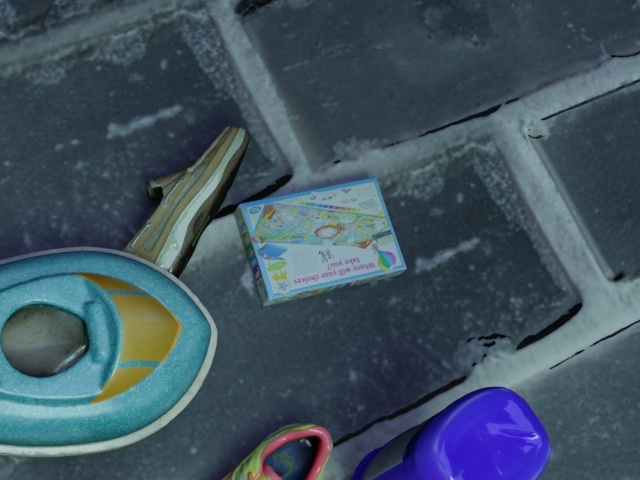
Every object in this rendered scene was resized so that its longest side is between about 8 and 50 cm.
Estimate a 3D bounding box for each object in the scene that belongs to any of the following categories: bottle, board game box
[{"bbox_3d":[0.093,0.210,1.236,0.118,0.283,0.092,-33,83,-28],"label":"bottle"},{"bbox_3d":[0.000,0.000,1.427,0.154,0.026,0.104,-12,74,-23],"label":"board game box"}]

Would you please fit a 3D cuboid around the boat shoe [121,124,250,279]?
[{"bbox_3d":[-0.136,-0.044,1.377,0.072,0.068,0.190,27,63,5],"label":"boat shoe"}]

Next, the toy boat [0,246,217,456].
[{"bbox_3d":[-0.198,0.151,1.230,0.267,0.148,0.318,-10,74,-23],"label":"toy boat"}]

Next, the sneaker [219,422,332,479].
[{"bbox_3d":[-0.063,0.236,1.277,0.081,0.094,0.208,42,64,-2],"label":"sneaker"}]
